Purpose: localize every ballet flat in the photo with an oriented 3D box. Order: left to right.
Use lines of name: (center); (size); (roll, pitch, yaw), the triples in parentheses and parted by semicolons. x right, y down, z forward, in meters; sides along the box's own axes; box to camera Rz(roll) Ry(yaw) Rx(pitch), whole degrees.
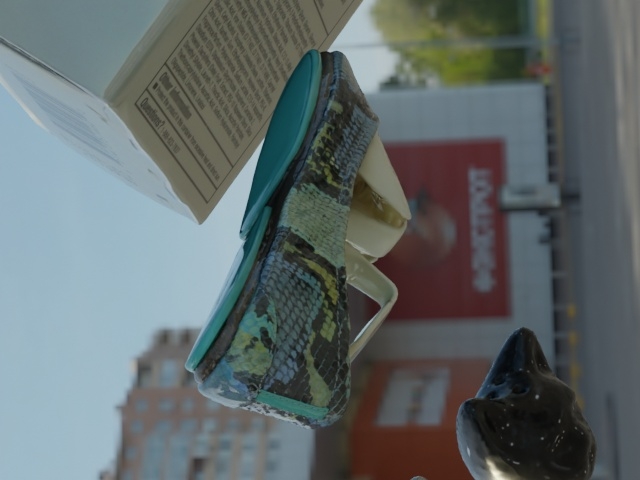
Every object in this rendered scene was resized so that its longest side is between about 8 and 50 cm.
ballet flat: (0.000, 0.000, 0.652); (0.188, 0.070, 0.070); (-73, -19, -48)

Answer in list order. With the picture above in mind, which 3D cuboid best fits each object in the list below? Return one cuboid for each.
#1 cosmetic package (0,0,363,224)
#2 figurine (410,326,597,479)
cosmetic package: (-0.028, -0.179, 0.843); (0.309, 0.113, 0.160); (-55, -20, -11)
figurine: (0.078, 0.175, 0.792); (0.215, 0.092, 0.209); (-46, -52, -55)
